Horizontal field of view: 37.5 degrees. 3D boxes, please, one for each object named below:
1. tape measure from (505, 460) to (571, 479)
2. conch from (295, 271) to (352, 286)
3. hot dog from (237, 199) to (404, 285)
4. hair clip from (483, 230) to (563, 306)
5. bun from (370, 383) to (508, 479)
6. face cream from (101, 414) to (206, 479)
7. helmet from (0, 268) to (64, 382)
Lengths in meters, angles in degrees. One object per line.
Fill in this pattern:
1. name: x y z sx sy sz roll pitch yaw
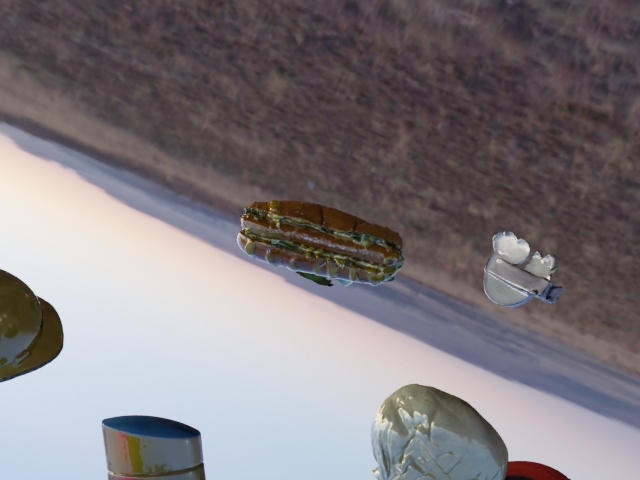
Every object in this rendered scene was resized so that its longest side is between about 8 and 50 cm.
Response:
1. tape measure: 0.316 0.474 1.495 0.253 0.260 0.114 12 134 42
2. conch: -0.018 0.022 1.920 0.251 0.137 0.143 1 172 28
3. hot dog: 0.000 0.000 1.474 0.269 0.115 0.072 10 -173 8
4. hair clip: 0.319 0.056 1.531 0.049 0.116 0.172 40 176 -34
5. bun: 0.172 0.333 1.443 0.229 0.145 0.229 28 149 18
6. face cream: -0.227 0.382 1.340 0.139 0.285 0.067 -4 -169 1
7. helmet: -0.530 0.109 1.470 0.257 0.140 0.205 -6 -132 -24
